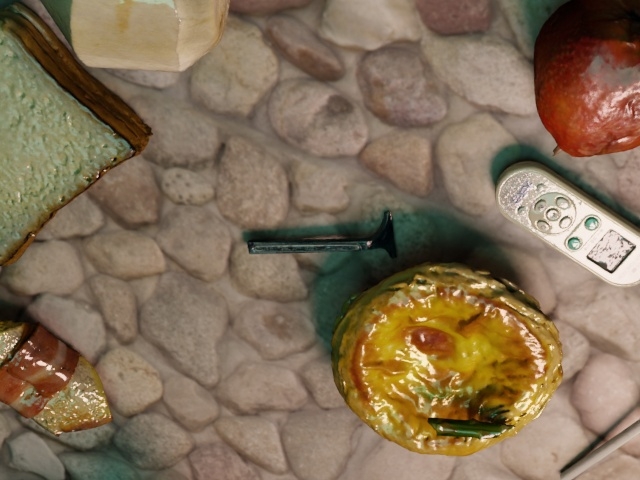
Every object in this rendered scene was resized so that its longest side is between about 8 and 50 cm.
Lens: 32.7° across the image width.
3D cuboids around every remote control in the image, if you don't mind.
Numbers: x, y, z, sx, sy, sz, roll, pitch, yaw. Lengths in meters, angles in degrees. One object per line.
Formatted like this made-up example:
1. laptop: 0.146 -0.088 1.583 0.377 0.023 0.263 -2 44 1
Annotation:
1. remote control: 0.309 -0.021 1.324 0.221 0.042 0.078 32 115 -8

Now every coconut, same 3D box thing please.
1. coconut: -0.211 -0.287 1.187 0.221 0.202 0.202 7 117 3

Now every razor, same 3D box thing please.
1. razor: -0.001 0.003 1.387 0.190 0.033 0.066 -3 115 11

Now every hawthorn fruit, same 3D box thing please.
1. hawthorn fruit: 0.313 -0.182 1.189 0.173 0.174 0.179 -6 141 12

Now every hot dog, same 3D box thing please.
1. hot dog: -0.402 0.175 1.502 0.123 0.093 0.261 -38 120 14

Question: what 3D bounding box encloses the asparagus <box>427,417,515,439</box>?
1. asparagus: 0.187 0.233 1.350 0.108 0.025 0.021 2 108 9

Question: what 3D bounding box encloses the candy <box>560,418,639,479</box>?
1. candy: 0.437 0.217 1.402 0.124 0.124 0.365 37 124 -10

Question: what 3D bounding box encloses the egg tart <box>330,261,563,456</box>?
1. egg tart: 0.158 0.140 1.386 0.294 0.116 0.295 4 119 8

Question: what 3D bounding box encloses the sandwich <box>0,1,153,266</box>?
1. sandwich: -0.390 -0.129 1.348 0.273 0.095 0.249 -38 105 22
